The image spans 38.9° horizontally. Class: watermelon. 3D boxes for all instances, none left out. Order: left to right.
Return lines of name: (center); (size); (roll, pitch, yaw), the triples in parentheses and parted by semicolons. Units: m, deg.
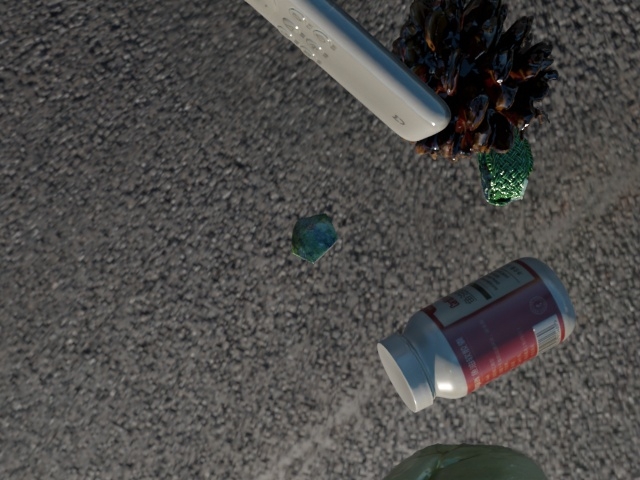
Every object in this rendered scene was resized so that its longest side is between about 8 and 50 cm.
watermelon: (-0.001, -0.005, 1.583); (0.092, 0.072, 0.084); (1, 95, 36)

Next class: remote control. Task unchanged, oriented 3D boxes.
remote control: (-0.028, -0.150, 0.559); (0.261, 0.067, 0.029); (40, 80, -9)

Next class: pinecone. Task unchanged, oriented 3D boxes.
pinecone: (0.180, -0.197, 1.074); (0.221, 0.221, 0.221); (4, 115, 8)

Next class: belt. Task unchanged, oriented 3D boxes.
belt: (0.319, -0.137, 1.549); (0.079, 0.151, 0.121); (-2, 157, -2)

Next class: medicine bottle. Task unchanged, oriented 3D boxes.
medicine bottle: (0.210, 0.127, 1.229); (0.250, 0.131, 0.131); (-26, 110, -10)

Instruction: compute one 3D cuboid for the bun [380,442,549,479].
bun: (0.111, 0.295, 0.838); (0.160, 0.259, 0.259); (27, 117, -13)
